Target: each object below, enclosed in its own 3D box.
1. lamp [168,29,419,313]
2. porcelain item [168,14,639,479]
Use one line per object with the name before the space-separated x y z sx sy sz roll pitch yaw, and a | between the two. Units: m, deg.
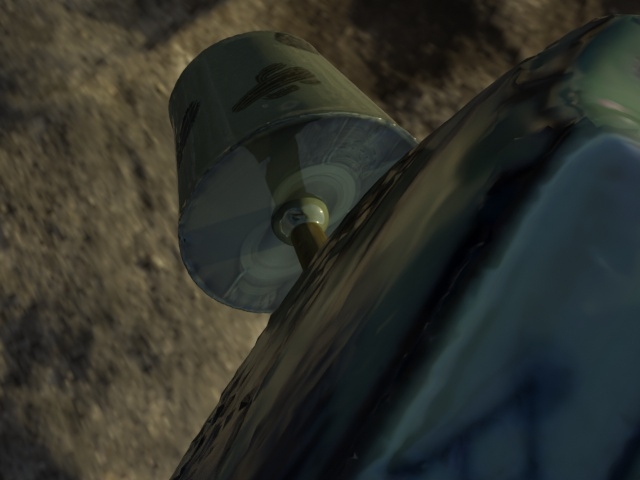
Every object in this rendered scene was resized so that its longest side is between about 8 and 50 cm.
lamp | 0.000 0.000 0.858 0.121 0.215 0.121 -13 134 -14
porcelain item | 0.035 0.095 0.519 0.157 0.286 0.281 35 78 -5
